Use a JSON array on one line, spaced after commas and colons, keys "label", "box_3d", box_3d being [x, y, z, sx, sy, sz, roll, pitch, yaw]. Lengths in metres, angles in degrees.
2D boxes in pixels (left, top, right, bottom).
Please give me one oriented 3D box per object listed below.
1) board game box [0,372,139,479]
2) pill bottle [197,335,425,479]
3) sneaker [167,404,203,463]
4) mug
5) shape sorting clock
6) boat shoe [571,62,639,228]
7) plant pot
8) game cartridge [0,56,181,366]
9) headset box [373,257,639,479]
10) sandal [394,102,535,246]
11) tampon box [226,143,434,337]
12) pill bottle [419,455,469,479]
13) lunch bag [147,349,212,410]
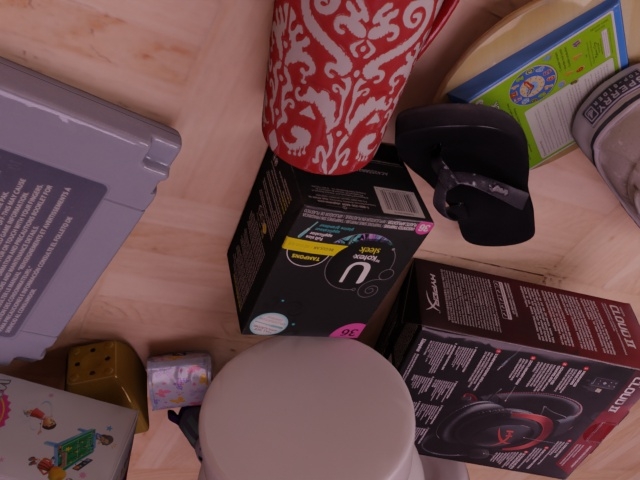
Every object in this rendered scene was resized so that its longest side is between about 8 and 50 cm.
[{"label": "board game box", "box_3d": [-0.346, 0.219, 0.632, 0.303, 0.097, 0.224, 17, 132, -5]}, {"label": "pill bottle", "box_3d": [-0.008, 0.296, 0.684, 0.224, 0.224, 0.392, -9, 130, -9]}, {"label": "sneaker", "box_3d": [-0.075, 0.204, 0.814, 0.223, 0.098, 0.083, -3, 118, -48]}, {"label": "mug", "box_3d": [0.034, -0.134, 0.443, 0.150, 0.113, 0.169, 0, 139, -16]}, {"label": "shape sorting clock", "box_3d": [0.188, -0.126, 0.554, 0.206, 0.040, 0.206, -16, 146, -11]}, {"label": "boat shoe", "box_3d": [0.377, -0.031, 0.619, 0.136, 0.156, 0.367, -40, 142, 23]}, {"label": "plant pot", "box_3d": [-0.230, 0.152, 0.686, 0.081, 0.081, 0.083, -10, 133, -9]}, {"label": "game cartridge", "box_3d": [-0.267, -0.011, 0.515, 0.198, 0.062, 0.297, 23, 125, -32]}, {"label": "headset box", "box_3d": [0.215, 0.159, 0.756, 0.293, 0.110, 0.218, 12, 129, -6]}, {"label": "sandal", "box_3d": [0.142, -0.041, 0.573, 0.097, 0.054, 0.254, -8, 154, 29]}, {"label": "tampon box", "box_3d": [0.000, 0.000, 0.580, 0.120, 0.101, 0.161, 6, 134, -24]}, {"label": "pill bottle", "box_3d": [0.153, 0.432, 1.039, 0.188, 0.188, 0.334, -20, 139, 2]}, {"label": "lunch bag", "box_3d": [-0.156, 0.151, 0.729, 0.071, 0.053, 0.083, -5, 147, -12]}]
